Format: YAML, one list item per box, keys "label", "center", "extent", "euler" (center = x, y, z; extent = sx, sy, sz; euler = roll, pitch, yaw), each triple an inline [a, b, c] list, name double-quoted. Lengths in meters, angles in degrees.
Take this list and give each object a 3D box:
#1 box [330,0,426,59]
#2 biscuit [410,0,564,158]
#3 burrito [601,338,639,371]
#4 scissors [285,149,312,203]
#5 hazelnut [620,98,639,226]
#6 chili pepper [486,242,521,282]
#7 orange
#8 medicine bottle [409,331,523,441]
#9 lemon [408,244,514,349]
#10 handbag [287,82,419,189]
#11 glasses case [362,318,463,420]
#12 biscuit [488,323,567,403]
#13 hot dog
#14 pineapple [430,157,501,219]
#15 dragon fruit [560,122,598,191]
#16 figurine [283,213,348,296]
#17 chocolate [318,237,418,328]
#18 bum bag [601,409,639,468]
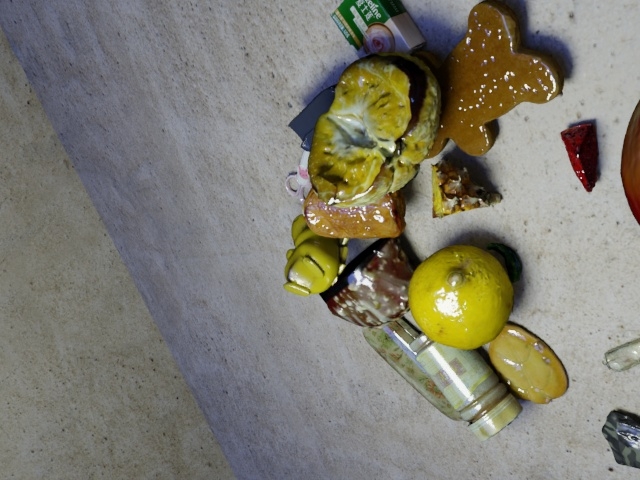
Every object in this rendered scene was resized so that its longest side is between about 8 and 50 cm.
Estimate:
- label: "box"
  center: [0.134, -0.495, 1.344]
  extent: [0.199, 0.081, 0.135]
  euler: [54, 141, -2]
- label: "biscuit"
  center: [0.314, -0.328, 1.294]
  extent: [0.283, 0.064, 0.432]
  euler: [52, 144, 2]
- label: "burrito"
  center: [0.725, 0.261, 1.323]
  extent: [0.188, 0.045, 0.058]
  euler: [-47, 56, 52]
- label: "scissors"
  center: [-0.044, -0.211, 1.756]
  extent: [0.118, 0.030, 0.242]
  euler: [39, 140, 16]
- label: "hazelnut"
  center: [0.678, -0.138, 0.870]
  extent: [0.421, 0.353, 0.420]
  euler: [-17, 70, 56]
- label: "chili pepper"
  center: [0.467, 0.051, 1.435]
  extent: [0.055, 0.035, 0.118]
  euler: [-35, 94, 35]
- label: "orange"
  center: [0.129, -0.240, 1.308]
  extent: [0.271, 0.210, 0.368]
  euler: [43, 110, 32]
- label: "medicine bottle"
  center: [0.401, 0.383, 1.615]
  extent: [0.322, 0.151, 0.151]
  euler: [52, 141, 17]
- label: "lemon"
  center: [0.347, 0.140, 1.430]
  extent: [0.258, 0.258, 0.310]
  euler: [31, 165, 26]
- label: "handbag"
  center: [0.080, -0.240, 1.546]
  extent: [0.325, 0.118, 0.269]
  euler: [54, 138, -5]
- label: "glasses case"
  center: [0.305, 0.383, 1.779]
  extent: [0.425, 0.098, 0.156]
  euler: [43, 139, 14]
- label: "biscuit"
  center: [0.547, 0.335, 1.552]
  extent: [0.203, 0.041, 0.260]
  euler: [-15, 108, 49]
- label: "hot dog"
  center: [0.089, -0.082, 1.490]
  extent: [0.272, 0.122, 0.196]
  euler: [-2, 124, 31]
- label: "pineapple"
  center: [0.339, -0.130, 1.365]
  extent: [0.164, 0.250, 0.139]
  euler: [-10, 91, 16]
- label: "dragon fruit"
  center: [0.535, -0.167, 1.194]
  extent: [0.063, 0.097, 0.131]
  euler: [7, 141, 46]
- label: "figurine"
  center: [-0.001, 0.005, 1.655]
  extent: [0.169, 0.326, 0.218]
  euler: [24, 132, -20]
- label: "chocolate"
  center: [0.163, 0.141, 1.663]
  extent: [0.210, 0.225, 0.340]
  euler: [45, 140, -2]
- label: "bum bag"
  center: [0.840, 0.511, 1.350]
  extent: [0.341, 0.095, 0.144]
  euler: [10, 108, 39]
